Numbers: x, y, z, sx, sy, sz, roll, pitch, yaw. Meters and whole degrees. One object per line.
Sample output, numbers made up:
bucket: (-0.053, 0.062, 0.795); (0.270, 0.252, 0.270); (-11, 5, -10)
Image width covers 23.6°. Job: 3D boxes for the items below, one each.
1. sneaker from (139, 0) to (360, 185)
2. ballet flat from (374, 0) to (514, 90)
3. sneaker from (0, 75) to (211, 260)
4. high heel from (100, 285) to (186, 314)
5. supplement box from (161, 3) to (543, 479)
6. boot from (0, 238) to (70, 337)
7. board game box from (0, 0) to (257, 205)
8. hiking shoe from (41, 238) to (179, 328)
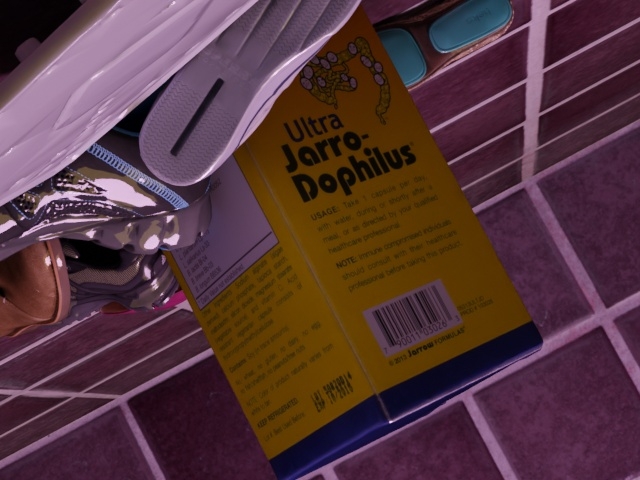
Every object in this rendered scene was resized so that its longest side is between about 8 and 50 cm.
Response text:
sneaker: (-0.047, -0.156, 1.144); (0.258, 0.094, 0.091); (-48, -173, 14)
ballet flat: (0.095, -0.190, 1.519); (0.206, 0.073, 0.067); (-22, -176, -11)
sneaker: (-0.241, -0.059, 1.202); (0.340, 0.125, 0.140); (-11, 126, -32)
high heel: (-0.163, 0.020, 1.700); (0.181, 0.127, 0.377); (-37, 176, -12)
supplement box: (0.000, 0.000, 1.365); (0.195, 0.357, 0.194); (-21, 169, -37)
boot: (-0.322, 0.043, 1.503); (0.115, 0.112, 0.305); (-11, 166, -26)
board game box: (-0.123, -0.124, 0.902); (0.390, 0.050, 0.390); (-38, -177, 24)
hiking shoe: (-0.264, 0.024, 1.655); (0.226, 0.114, 0.086); (-11, -142, 23)
